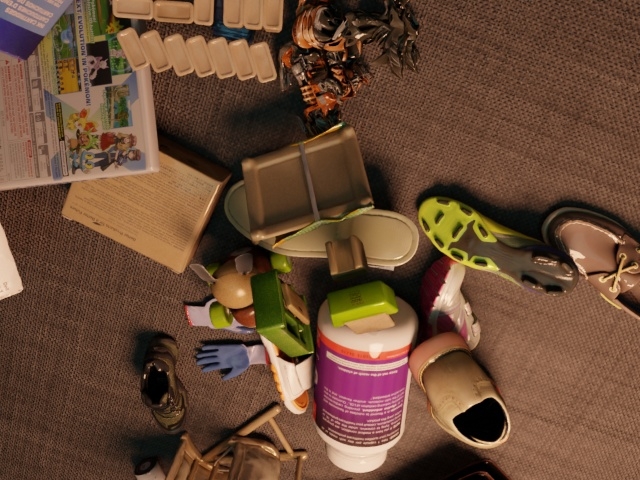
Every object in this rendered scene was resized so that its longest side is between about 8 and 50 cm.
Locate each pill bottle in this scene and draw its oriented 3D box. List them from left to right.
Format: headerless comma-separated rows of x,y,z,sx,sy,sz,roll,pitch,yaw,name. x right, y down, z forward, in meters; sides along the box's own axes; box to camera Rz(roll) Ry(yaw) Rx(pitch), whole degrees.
0.078,0.265,1.003,0.181,0.181,0.323,4,111,2,pill bottle

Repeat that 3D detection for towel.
-0.132,-0.378,0.846,0.067,0.029,0.119,13,113,-3,towel

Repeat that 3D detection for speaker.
-0.373,0.567,1.223,0.055,0.055,0.136,-16,110,10,speaker

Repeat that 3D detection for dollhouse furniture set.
0.000,0.000,0.830,0.197,0.301,0.151,-16,154,11,dollhouse furniture set

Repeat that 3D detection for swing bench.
-0.180,0.500,1.076,0.255,0.253,0.165,-21,109,12,swing bench

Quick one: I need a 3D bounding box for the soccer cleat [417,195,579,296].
0.303,0.011,0.933,0.289,0.121,0.093,28,103,15,soccer cleat

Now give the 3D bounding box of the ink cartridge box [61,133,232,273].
-0.303,-0.084,0.942,0.235,0.088,0.193,28,111,-6,ink cartridge box

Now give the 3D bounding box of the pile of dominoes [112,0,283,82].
-0.183,-0.347,0.808,0.251,0.040,0.196,2,105,-6,pile of dominoes

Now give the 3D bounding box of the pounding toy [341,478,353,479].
0.043,0.613,1.129,0.094,0.206,0.181,-14,109,9,pounding toy

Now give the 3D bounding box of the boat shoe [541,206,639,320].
0.531,0.058,0.932,0.324,0.097,0.116,36,110,-10,boat shoe

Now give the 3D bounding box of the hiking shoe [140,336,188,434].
-0.330,0.317,1.089,0.086,0.114,0.227,-2,111,6,hiking shoe

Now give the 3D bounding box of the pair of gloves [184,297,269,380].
-0.186,0.195,1.081,0.159,0.023,0.198,-6,110,8,pair of gloves

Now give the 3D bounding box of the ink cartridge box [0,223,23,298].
-0.636,-0.011,0.905,0.278,0.117,0.201,13,119,43,ink cartridge box

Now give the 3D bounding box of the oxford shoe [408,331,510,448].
0.275,0.321,0.969,0.140,0.146,0.397,-35,133,7,oxford shoe

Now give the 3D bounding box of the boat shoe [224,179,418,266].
0.004,-0.028,0.928,0.340,0.113,0.127,9,87,14,boat shoe

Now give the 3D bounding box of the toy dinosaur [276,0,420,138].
0.029,-0.304,0.808,0.218,0.164,0.322,7,135,19,toy dinosaur

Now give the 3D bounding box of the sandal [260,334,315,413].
-0.055,0.220,1.038,0.076,0.102,0.265,-15,108,13,sandal

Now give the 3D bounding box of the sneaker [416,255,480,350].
0.243,0.142,0.993,0.111,0.103,0.252,3,118,-1,sneaker

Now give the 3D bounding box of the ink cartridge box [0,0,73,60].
-0.438,-0.412,0.691,0.395,0.270,0.151,-44,86,10,ink cartridge box

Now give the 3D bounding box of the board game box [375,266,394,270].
0.099,0.005,0.985,0.090,0.020,0.090,10,112,0,board game box

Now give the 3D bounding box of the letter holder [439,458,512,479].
0.255,0.592,1.138,0.302,0.152,0.214,-41,102,17,letter holder

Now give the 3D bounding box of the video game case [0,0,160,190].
-0.415,-0.256,0.851,0.300,0.036,0.329,-5,91,9,video game case

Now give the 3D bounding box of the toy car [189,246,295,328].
-0.143,0.060,0.917,0.155,0.188,0.149,-14,65,8,toy car
